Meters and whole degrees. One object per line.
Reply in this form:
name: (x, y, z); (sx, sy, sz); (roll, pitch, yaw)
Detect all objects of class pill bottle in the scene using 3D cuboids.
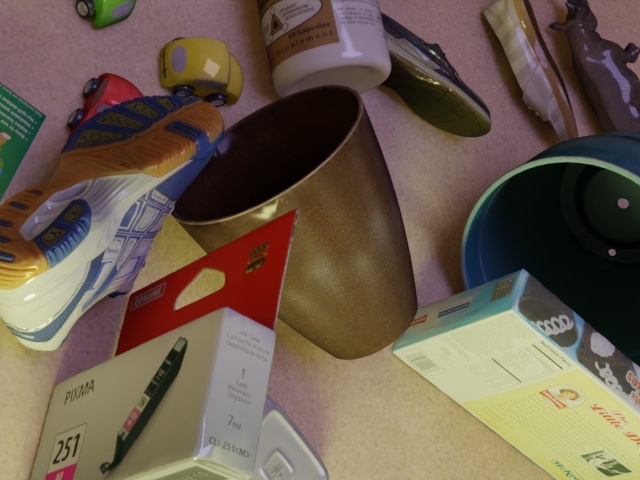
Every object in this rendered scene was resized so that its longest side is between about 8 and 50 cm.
pill bottle: (-0.007, -0.277, 1.514); (0.131, 0.131, 0.229); (0, 73, -41)

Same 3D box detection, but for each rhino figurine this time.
rhino figurine: (0.386, -0.240, 1.877); (0.106, 0.073, 0.243); (-30, 92, -46)

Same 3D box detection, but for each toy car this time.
toy car: (-0.190, -0.210, 1.382); (0.239, 0.053, 0.225); (-32, 95, -43)

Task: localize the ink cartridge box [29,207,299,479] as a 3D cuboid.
ink cartridge box: (-0.136, 0.104, 1.152); (0.060, 0.275, 0.239); (27, 57, -30)

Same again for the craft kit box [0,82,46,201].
craft kit box: (-0.388, -0.080, 1.163); (0.250, 0.061, 0.247); (37, 55, -24)

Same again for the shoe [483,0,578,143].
shoe: (0.277, -0.218, 1.793); (0.219, 0.058, 0.076); (67, 16, -4)

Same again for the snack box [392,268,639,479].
snack box: (0.258, 0.166, 1.526); (0.322, 0.187, 0.060); (39, 52, -23)

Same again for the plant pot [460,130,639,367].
plant pot: (0.336, -0.007, 1.627); (0.272, 0.271, 0.255); (59, 33, -6)

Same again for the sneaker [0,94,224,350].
sneaker: (-0.196, -0.022, 1.269); (0.296, 0.111, 0.131); (-44, 143, -35)

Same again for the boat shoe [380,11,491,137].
boat shoe: (0.120, -0.203, 1.628); (0.223, 0.080, 0.073); (31, 60, -23)

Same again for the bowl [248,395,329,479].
bowl: (-0.056, 0.225, 1.326); (0.142, 0.053, 0.142); (54, 46, -11)

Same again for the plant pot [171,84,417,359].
plant pot: (0.000, 0.000, 1.380); (0.230, 0.215, 0.215); (57, 45, -27)
